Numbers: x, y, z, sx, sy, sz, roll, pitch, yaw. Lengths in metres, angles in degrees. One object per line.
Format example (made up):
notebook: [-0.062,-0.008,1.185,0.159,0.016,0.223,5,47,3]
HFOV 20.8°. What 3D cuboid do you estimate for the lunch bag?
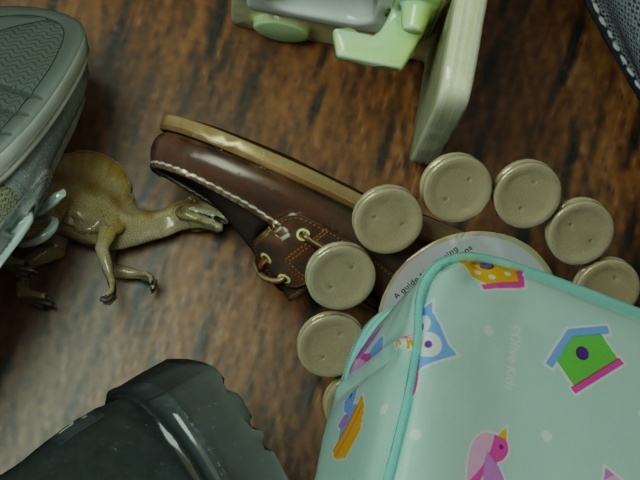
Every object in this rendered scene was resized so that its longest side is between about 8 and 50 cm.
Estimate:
lunch bag: [0.103,0.163,0.775,0.224,0.108,0.279,20,64,-15]

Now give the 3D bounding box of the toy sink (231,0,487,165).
toy sink: [0.025,-0.176,0.942,0.131,0.153,0.234,10,79,-1]

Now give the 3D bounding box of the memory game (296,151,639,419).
memory game: [0.077,0.040,0.920,0.186,0.012,0.186,-4,114,-9]

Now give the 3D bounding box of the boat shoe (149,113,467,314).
boat shoe: [0.000,0.000,0.934,0.207,0.073,0.073,24,89,-8]

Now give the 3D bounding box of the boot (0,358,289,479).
boot: [-0.159,0.309,0.770,0.445,0.146,0.367,-30,84,-26]

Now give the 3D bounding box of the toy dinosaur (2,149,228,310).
toy dinosaur: [-0.146,-0.014,0.959,0.183,0.053,0.093,19,62,-7]

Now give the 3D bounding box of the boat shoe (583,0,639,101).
boat shoe: [0.221,-0.025,0.931,0.158,0.127,0.340,-40,84,-18]

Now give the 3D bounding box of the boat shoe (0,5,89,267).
boat shoe: [-0.211,0.009,0.858,0.118,0.103,0.320,12,54,20]
